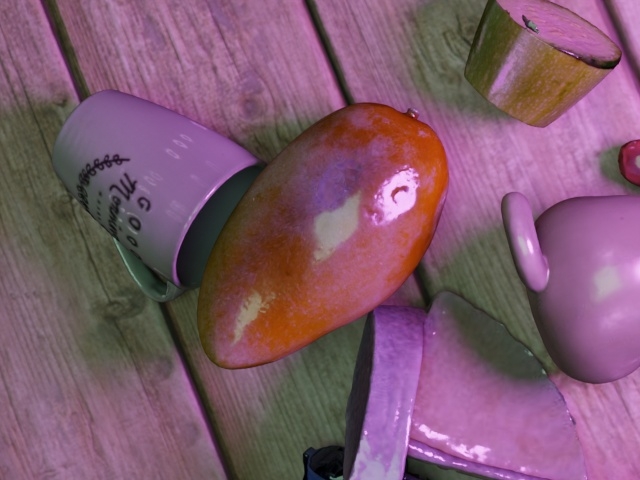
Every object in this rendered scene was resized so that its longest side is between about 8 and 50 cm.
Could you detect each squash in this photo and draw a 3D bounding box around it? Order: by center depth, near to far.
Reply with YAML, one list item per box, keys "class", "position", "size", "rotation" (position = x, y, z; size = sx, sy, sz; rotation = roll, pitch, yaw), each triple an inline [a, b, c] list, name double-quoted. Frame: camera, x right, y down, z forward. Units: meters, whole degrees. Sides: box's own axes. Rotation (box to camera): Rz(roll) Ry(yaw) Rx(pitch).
- class: "squash"
  position: [0.246, -0.212, 1.646]
  size: [0.170, 0.170, 0.123]
  rotation: [39, 114, 11]

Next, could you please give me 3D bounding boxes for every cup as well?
- class: "cup"
  position: [-0.216, -0.047, 1.793]
  size: [0.234, 0.186, 0.258]
  rotation: [32, 129, 20]

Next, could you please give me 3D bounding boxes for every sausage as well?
- class: "sausage"
  position: [0.393, -0.086, 1.659]
  size: [0.094, 0.054, 0.059]
  rotation: [18, 98, 15]

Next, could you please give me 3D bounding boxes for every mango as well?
- class: "mango"
  position: [0.000, 0.000, 1.694]
  size: [0.221, 0.199, 0.384]
  rotation: [39, 89, 22]

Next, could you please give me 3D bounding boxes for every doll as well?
- class: "doll"
  position: [0.395, 0.035, 1.592]
  size: [0.371, 0.226, 0.215]
  rotation: [-5, 61, 7]

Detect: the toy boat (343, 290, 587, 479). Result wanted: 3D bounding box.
- class: "toy boat"
  position: [0.155, 0.192, 1.693]
  size: [0.294, 0.111, 0.276]
  rotation: [0, 62, -16]

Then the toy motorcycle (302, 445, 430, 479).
- class: "toy motorcycle"
  position: [0.111, 0.377, 1.739]
  size: [0.359, 0.125, 0.212]
  rotation: [24, 108, 16]
